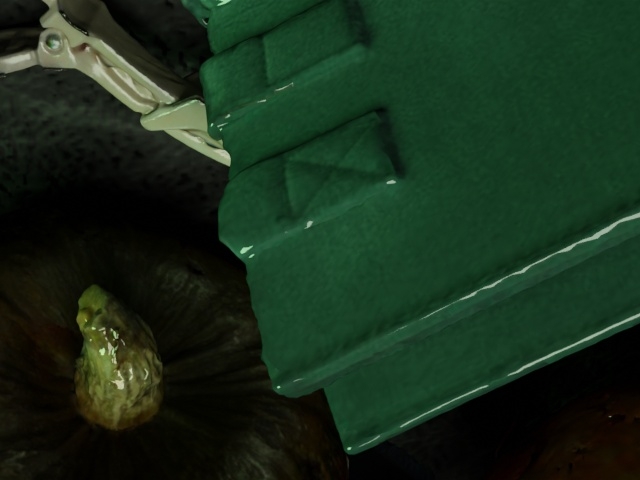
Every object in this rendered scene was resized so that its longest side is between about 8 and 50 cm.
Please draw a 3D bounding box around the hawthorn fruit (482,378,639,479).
[{"bbox_3d":[0.196,0.223,0.703,0.315,0.316,0.316,-6,133,-6],"label":"hawthorn fruit"}]

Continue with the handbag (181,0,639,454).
[{"bbox_3d":[0.087,-0.088,0.489,0.274,0.269,0.100,-30,140,15],"label":"handbag"}]

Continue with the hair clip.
[{"bbox_3d":[-0.056,-0.056,0.604,0.226,0.034,0.072,29,124,-14],"label":"hair clip"}]

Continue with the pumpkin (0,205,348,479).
[{"bbox_3d":[-0.108,0.091,0.619,0.260,0.260,0.189,10,131,-20],"label":"pumpkin"}]

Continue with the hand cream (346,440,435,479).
[{"bbox_3d":[-0.061,0.197,0.725,0.270,0.120,0.061,-49,165,-23],"label":"hand cream"}]
